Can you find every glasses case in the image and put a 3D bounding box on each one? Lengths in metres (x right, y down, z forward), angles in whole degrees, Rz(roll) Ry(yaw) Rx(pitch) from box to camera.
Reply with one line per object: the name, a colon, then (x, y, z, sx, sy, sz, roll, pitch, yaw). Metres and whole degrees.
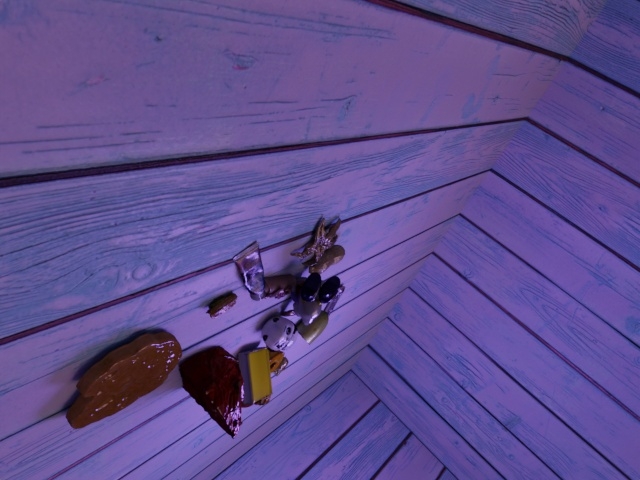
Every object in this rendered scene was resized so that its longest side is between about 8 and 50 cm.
glasses case: (-0.166, 0.192, 1.675, 0.102, 0.070, 0.193, -55, 157, 18)

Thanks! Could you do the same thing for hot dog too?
hot dog: (-0.326, 0.211, 1.465, 0.133, 0.041, 0.056, -33, 155, -49)

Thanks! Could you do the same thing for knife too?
knife: (0.043, 0.382, 2.406, 0.089, 0.043, 0.365, -17, 142, -53)

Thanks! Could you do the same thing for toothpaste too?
toothpaste: (-0.226, 0.112, 1.470, 0.096, 0.061, 0.266, -36, 149, -24)

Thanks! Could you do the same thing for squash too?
squash: (-0.031, 0.431, 2.255, 0.187, 0.123, 0.123, -41, 157, -16)

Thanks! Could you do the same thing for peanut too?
peanut: (0.024, 0.081, 1.833, 0.187, 0.082, 0.082, -32, 153, -32)

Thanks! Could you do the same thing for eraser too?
eraser: (-0.283, 0.586, 1.945, 0.069, 0.226, 0.158, -10, 174, 29)

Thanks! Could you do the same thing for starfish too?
starfish: (0.000, 0.000, 1.705, 0.277, 0.062, 0.235, -18, 138, -44)

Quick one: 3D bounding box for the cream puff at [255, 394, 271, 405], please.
cream puff: (-0.315, 0.811, 2.359, 0.104, 0.119, 0.133, 25, 74, -31)

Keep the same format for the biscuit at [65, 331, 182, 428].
biscuit: (-0.567, 0.396, 1.299, 0.351, 0.057, 0.312, -29, 151, -41)

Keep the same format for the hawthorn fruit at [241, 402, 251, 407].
hawthorn fruit: (-0.334, 0.689, 2.101, 0.165, 0.165, 0.285, -51, 168, 8)

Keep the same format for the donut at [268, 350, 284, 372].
donut: (-0.254, 0.597, 2.175, 0.162, 0.065, 0.178, -58, 160, 9)

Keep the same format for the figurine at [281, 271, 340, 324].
figurine: (-0.048, 0.251, 1.807, 0.421, 0.154, 0.193, 141, -42, -72)

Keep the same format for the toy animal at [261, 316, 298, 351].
toy animal: (-0.183, 0.412, 1.918, 0.166, 0.138, 0.179, -61, 165, -12)

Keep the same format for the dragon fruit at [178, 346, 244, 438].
dragon fruit: (-0.390, 0.587, 1.679, 0.240, 0.330, 0.302, -35, 168, 31)

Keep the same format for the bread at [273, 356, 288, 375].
bread: (-0.219, 0.678, 2.393, 0.110, 0.060, 0.066, -45, 173, -6)
